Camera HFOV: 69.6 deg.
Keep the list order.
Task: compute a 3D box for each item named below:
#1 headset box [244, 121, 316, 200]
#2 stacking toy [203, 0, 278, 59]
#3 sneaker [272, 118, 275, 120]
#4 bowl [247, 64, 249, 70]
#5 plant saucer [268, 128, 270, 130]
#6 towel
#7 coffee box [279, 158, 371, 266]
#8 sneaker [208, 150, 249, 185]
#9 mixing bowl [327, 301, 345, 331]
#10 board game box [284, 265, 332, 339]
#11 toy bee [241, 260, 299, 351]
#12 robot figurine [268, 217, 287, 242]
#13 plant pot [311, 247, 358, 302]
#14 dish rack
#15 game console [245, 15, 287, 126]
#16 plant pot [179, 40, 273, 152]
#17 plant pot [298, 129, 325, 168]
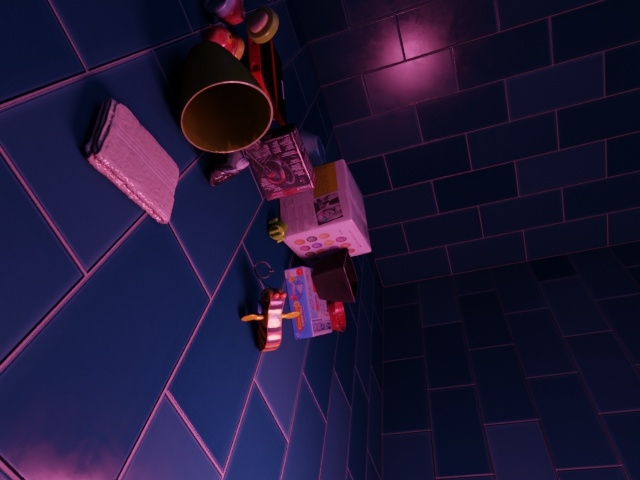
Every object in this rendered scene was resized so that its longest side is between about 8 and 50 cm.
[{"bbox_3d":[-0.158,-0.308,1.902,0.110,0.218,0.293,-81,153,-54],"label":"headset box"},{"bbox_3d":[-0.310,-0.837,1.686,0.130,0.280,0.308,14,66,-61],"label":"stacking toy"},{"bbox_3d":[-0.226,-0.657,2.197,0.215,0.084,0.083,54,23,-55],"label":"sneaker"},{"bbox_3d":[-0.284,-0.707,2.023,0.170,0.080,0.170,-13,90,-75],"label":"bowl"},{"bbox_3d":[-0.231,-0.414,2.049,0.188,0.045,0.188,54,28,-56],"label":"plant saucer"},{"bbox_3d":[-0.440,-0.184,1.109,0.282,0.049,0.187,59,25,-53],"label":"towel"},{"bbox_3d":[0.020,-0.118,2.173,0.337,0.334,0.338,52,28,-57],"label":"coffee box"},{"bbox_3d":[-0.321,-0.255,1.531,0.108,0.100,0.271,63,13,-17],"label":"sneaker"},{"bbox_3d":[0.057,0.385,2.367,0.181,0.098,0.181,-13,90,-74],"label":"mixing bowl"},{"bbox_3d":[-0.050,0.280,2.084,0.308,0.086,0.301,25,54,-71],"label":"board game box"},{"bbox_3d":[-0.174,0.223,1.536,0.195,0.162,0.298,-23,94,-30],"label":"toy bee"},{"bbox_3d":[-0.175,-0.043,1.920,0.101,0.067,0.115,65,18,-15],"label":"robot figurine"},{"bbox_3d":[0.063,0.171,2.094,0.187,0.167,0.188,-70,144,-63],"label":"plant pot"},{"bbox_3d":[-0.264,-0.355,1.656,0.208,0.074,0.271,49,3,20],"label":"dish rack"},{"bbox_3d":[-0.230,-0.733,2.003,0.342,0.060,0.386,54,29,-68],"label":"game console"},{"bbox_3d":[-0.319,-0.474,1.436,0.293,0.275,0.275,68,9,30],"label":"plant pot"},{"bbox_3d":[-0.087,-0.430,2.301,0.290,0.195,0.290,-13,90,-75],"label":"plant pot"}]
